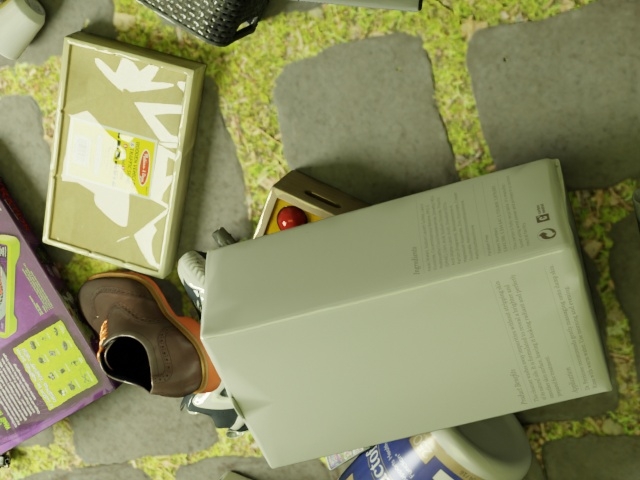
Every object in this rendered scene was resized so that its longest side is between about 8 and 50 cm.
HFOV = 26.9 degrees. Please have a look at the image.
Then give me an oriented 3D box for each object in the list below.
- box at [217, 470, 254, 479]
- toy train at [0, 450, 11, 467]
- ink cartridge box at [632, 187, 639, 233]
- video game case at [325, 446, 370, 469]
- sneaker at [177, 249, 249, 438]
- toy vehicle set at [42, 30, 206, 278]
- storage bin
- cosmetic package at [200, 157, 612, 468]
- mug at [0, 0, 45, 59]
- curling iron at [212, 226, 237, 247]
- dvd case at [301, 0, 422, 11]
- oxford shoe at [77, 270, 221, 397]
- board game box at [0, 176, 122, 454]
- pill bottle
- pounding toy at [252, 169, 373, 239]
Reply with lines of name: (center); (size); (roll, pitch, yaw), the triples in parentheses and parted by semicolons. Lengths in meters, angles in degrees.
box: (-0.109, 0.467, 1.695); (0.148, 0.121, 0.311); (21, 114, 11)
toy train: (-0.485, 0.287, 1.812); (0.158, 0.036, 0.027); (6, 92, 19)
ink cartridge box: (0.541, 0.052, 1.361); (0.385, 0.091, 0.308); (-14, 103, 6)
video game case: (0.021, 0.215, 1.564); (0.122, 0.011, 0.087); (131, 124, -63)
sneaker: (-0.132, 0.138, 1.601); (0.153, 0.094, 0.235); (-33, 105, 18)
toy vehicle set: (-0.237, -0.100, 1.586); (0.166, 0.035, 0.266); (17, 113, 13)
storage bin: (-0.145, -0.296, 1.436); (0.180, 0.122, 0.084); (32, 116, 6)
cosmetic package: (0.089, 0.081, 1.396); (0.385, 0.156, 0.217); (-12, 128, 11)
mug: (-0.361, -0.261, 1.561); (0.064, 0.062, 0.078); (-39, 99, 19)
curling iron: (-0.031, 0.089, 1.580); (0.068, 0.035, 0.274); (-39, 94, 32)
dvd case: (-0.014, -0.332, 1.350); (0.253, 0.022, 0.180); (4, 95, -9)
oxford shoe: (-0.227, 0.105, 1.569); (0.271, 0.098, 0.096); (25, 118, 47)
board game box: (-0.421, 0.082, 1.678); (0.208, 0.056, 0.346); (-30, 93, 10)
pill bottle: (0.107, 0.291, 1.539); (0.153, 0.153, 0.264); (39, 116, 3)
pounding toy: (0.000, 0.000, 1.502); (0.141, 0.100, 0.130); (25, 115, 9)
